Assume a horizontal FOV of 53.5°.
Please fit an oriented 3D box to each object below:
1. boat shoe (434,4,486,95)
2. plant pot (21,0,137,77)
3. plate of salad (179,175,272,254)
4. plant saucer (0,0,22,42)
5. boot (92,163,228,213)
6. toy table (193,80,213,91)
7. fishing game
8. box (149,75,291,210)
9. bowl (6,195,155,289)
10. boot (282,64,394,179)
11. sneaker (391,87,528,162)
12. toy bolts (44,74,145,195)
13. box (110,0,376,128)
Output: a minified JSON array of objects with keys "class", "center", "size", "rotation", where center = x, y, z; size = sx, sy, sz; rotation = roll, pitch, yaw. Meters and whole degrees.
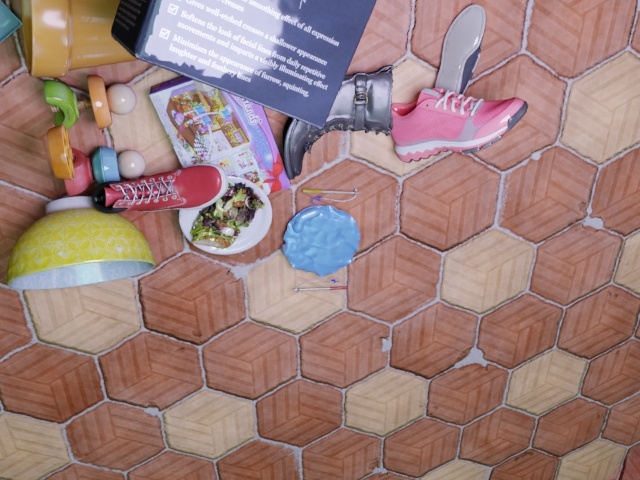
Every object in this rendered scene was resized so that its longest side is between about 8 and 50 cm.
[{"class":"boat shoe","center":[0.298,-0.388,1.333],"size":[0.065,0.075,0.206],"rotation":[-19,131,-55]},{"class":"plant pot","center":[-0.408,-0.384,1.101],"size":[0.187,0.205,0.205],"rotation":[-4,123,-28]},{"class":"plate of salad","center":[-0.202,-0.046,1.362],"size":[0.199,0.048,0.200],"rotation":[-5,124,-8]},{"class":"plant saucer","center":[-0.636,-0.365,1.157],"size":[0.192,0.018,0.067],"rotation":[-34,122,10]},{"class":"boot","center":[-0.317,-0.096,1.241],"size":[0.244,0.176,0.089],"rotation":[-10,91,25]},{"class":"toy table","center":[-0.155,-0.391,1.127],"size":[0.274,0.252,0.161],"rotation":[-36,132,-27]},{"class":"fishing game","center":[0.000,0.000,1.507],"size":[0.188,0.041,0.264],"rotation":[-3,113,-11]},{"class":"box","center":[-0.200,-0.211,1.321],"size":[0.200,0.057,0.294],"rotation":[-18,123,1]},{"class":"bowl","center":[-0.497,-0.001,1.307],"size":[0.289,0.289,0.156],"rotation":[-11,82,-6]},{"class":"boot","center":[0.040,-0.241,1.325],"size":[0.228,0.091,0.263],"rotation":[4,118,-8]},{"class":"sneaker","center":[0.258,-0.251,1.291],"size":[0.313,0.116,0.136],"rotation":[-8,121,43]},{"class":"toy bolts","center":[-0.422,-0.178,1.224],"size":[0.158,0.218,0.229],"rotation":[-9,141,-14]},{"class":"box","center":[-0.079,-0.406,0.894],"size":[0.293,0.212,0.396],"rotation":[16,106,-32]}]
